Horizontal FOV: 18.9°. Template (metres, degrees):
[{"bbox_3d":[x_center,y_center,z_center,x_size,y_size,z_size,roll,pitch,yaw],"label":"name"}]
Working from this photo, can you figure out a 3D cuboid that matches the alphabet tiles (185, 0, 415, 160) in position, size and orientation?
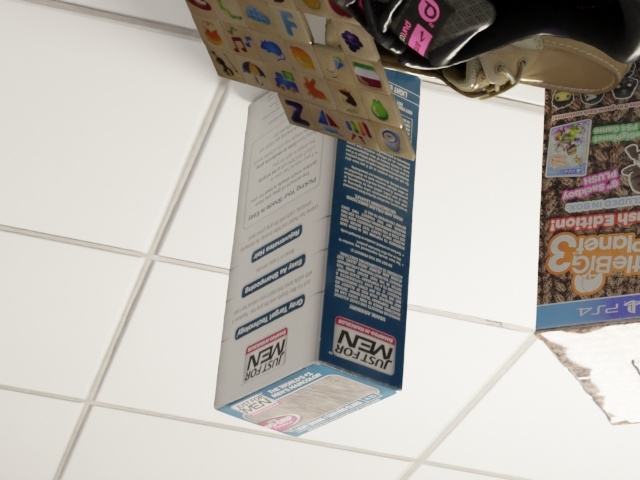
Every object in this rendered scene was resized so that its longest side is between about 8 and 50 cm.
[{"bbox_3d":[-0.029,-0.174,1.768,0.237,0.009,0.198,20,146,39],"label":"alphabet tiles"}]

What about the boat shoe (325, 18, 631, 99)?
[{"bbox_3d":[0.147,-0.176,1.783,0.302,0.098,0.109,14,151,-15],"label":"boat shoe"}]

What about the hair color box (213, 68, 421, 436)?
[{"bbox_3d":[0.000,0.000,1.880,0.105,0.347,0.174,22,149,-29],"label":"hair color box"}]

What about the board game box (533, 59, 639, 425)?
[{"bbox_3d":[0.319,0.001,1.884,0.141,0.291,0.232,-8,150,25],"label":"board game box"}]

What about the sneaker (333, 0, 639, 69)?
[{"bbox_3d":[0.068,-0.249,1.547,0.483,0.202,0.185,7,152,-2],"label":"sneaker"}]
